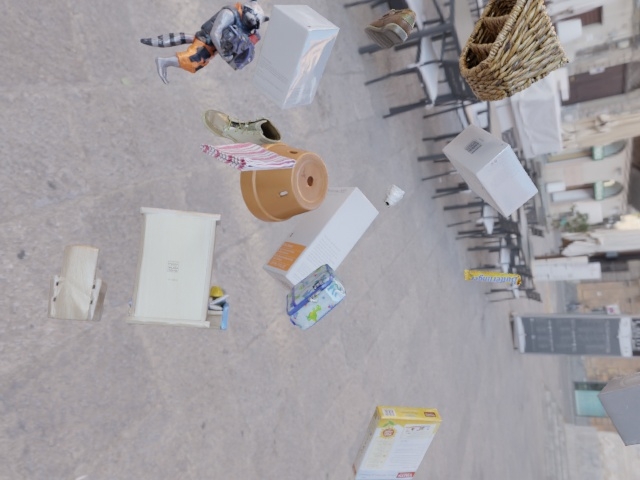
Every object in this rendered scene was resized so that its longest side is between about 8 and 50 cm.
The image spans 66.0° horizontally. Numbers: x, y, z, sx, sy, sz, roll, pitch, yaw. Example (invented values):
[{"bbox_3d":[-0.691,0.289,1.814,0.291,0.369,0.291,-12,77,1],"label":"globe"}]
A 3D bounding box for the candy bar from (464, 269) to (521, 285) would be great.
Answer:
[{"bbox_3d":[0.501,0.108,1.435,0.018,0.161,0.040,-55,140,-45],"label":"candy bar"}]

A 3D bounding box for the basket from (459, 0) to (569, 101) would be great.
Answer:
[{"bbox_3d":[0.462,-0.515,1.294,0.223,0.213,0.299,55,15,-18],"label":"basket"}]

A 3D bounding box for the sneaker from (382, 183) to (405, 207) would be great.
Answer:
[{"bbox_3d":[0.208,-0.128,1.451,0.061,0.054,0.152,-53,174,4],"label":"sneaker"}]

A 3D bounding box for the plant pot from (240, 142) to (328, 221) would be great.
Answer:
[{"bbox_3d":[-0.109,-0.205,1.739,0.291,0.203,0.291,-7,100,-51],"label":"plant pot"}]

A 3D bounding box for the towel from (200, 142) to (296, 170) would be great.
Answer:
[{"bbox_3d":[-0.168,-0.200,1.136,0.144,0.197,0.029,-10,118,-40],"label":"towel"}]

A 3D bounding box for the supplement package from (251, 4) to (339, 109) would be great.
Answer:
[{"bbox_3d":[-0.056,-0.387,1.043,0.105,0.105,0.179,-27,153,-44],"label":"supplement package"}]

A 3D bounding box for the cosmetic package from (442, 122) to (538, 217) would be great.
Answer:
[{"bbox_3d":[0.550,-0.230,1.613,0.225,0.138,0.224,41,12,-31],"label":"cosmetic package"}]

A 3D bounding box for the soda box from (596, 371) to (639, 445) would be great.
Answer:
[{"bbox_3d":[0.618,0.245,0.795,0.091,0.286,0.098,-11,71,-43],"label":"soda box"}]

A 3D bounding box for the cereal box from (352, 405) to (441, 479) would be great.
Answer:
[{"bbox_3d":[0.197,0.540,1.304,0.047,0.173,0.240,-109,-149,-58],"label":"cereal box"}]

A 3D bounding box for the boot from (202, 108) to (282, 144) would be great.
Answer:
[{"bbox_3d":[-0.238,-0.348,1.512,0.213,0.165,0.077,25,74,-41],"label":"boot"}]

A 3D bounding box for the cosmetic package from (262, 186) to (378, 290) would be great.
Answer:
[{"bbox_3d":[0.000,0.000,1.977,0.161,0.230,0.453,46,73,-26],"label":"cosmetic package"}]

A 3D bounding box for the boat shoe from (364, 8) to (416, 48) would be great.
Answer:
[{"bbox_3d":[0.262,-0.780,1.808,0.111,0.104,0.307,34,7,-28],"label":"boat shoe"}]

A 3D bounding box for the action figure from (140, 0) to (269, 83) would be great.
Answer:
[{"bbox_3d":[-0.289,-0.534,1.291,0.178,0.330,0.341,59,-3,-9],"label":"action figure"}]

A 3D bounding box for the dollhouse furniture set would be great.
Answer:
[{"bbox_3d":[-0.320,0.068,0.969,0.303,0.286,0.198,133,-39,-75],"label":"dollhouse furniture set"}]

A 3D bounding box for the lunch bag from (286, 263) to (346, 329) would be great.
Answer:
[{"bbox_3d":[-0.019,0.159,1.417,0.090,0.176,0.219,49,5,-9],"label":"lunch bag"}]
